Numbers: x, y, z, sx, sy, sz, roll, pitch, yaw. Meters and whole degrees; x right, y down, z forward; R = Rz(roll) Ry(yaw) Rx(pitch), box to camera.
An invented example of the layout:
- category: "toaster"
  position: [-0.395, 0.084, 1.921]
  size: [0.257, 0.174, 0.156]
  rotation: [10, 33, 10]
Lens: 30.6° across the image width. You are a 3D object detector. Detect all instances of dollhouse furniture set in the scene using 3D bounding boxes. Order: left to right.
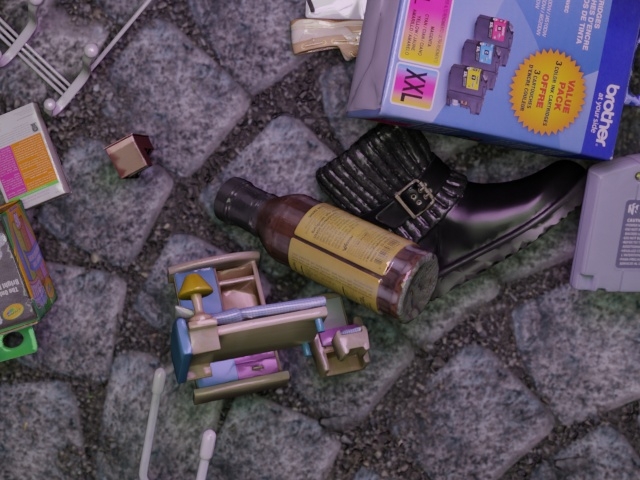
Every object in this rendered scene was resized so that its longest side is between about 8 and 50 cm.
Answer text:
- category: "dollhouse furniture set"
  position: [-0.071, 0.069, 1.574]
  size: [0.286, 0.303, 0.198]
  rotation: [-10, 71, -12]

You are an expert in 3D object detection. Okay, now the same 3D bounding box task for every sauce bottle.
- category: "sauce bottle"
  position: [0.000, 0.000, 1.635]
  size: [0.344, 0.111, 0.111]
  rotation: [27, 93, 29]

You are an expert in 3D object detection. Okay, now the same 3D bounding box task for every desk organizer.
- category: "desk organizer"
  position: [-0.268, -0.121, 1.690]
  size: [0.047, 0.130, 0.050]
  rotation: [-27, 92, 3]

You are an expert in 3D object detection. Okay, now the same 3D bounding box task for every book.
- category: "book"
  position: [-0.444, -0.121, 1.749]
  size: [0.096, 0.035, 0.144]
  rotation: [-20, 90, 7]

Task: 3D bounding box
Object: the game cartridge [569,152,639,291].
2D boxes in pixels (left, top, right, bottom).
- category: "game cartridge"
  position: [0.494, -0.025, 1.628]
  size: [0.294, 0.060, 0.196]
  rotation: [1, 111, -18]

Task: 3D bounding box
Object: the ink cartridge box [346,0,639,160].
- category: "ink cartridge box"
  position: [0.258, -0.257, 1.527]
  size: [0.395, 0.151, 0.270]
  rotation: [9, 94, -19]

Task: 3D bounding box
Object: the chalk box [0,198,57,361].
- category: "chalk box"
  position: [-0.471, 0.067, 1.698]
  size: [0.132, 0.132, 0.213]
  rotation: [-16, 102, 2]

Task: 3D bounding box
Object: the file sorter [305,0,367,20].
- category: "file sorter"
  position: [0.077, -0.459, 1.642]
  size: [0.192, 0.173, 0.278]
  rotation: [2, 91, 2]

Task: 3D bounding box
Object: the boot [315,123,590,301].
- category: "boot"
  position: [0.194, -0.086, 1.665]
  size: [0.348, 0.131, 0.260]
  rotation: [-31, 90, 4]

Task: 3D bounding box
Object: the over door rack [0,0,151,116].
- category: "over door rack"
  position: [-0.372, -0.378, 1.701]
  size: [0.239, 0.108, 0.324]
  rotation: [44, 93, 0]

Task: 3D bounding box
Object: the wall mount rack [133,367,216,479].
- category: "wall mount rack"
  position: [-0.167, 0.358, 1.598]
  size: [0.130, 0.350, 0.304]
  rotation: [-34, 119, -13]

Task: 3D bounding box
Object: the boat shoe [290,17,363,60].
- category: "boat shoe"
  position: [0.039, -0.291, 1.707]
  size: [0.170, 0.063, 0.059]
  rotation: [4, 94, 12]
